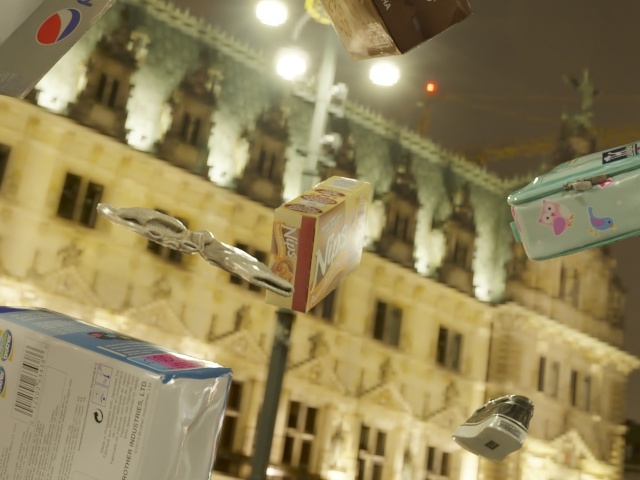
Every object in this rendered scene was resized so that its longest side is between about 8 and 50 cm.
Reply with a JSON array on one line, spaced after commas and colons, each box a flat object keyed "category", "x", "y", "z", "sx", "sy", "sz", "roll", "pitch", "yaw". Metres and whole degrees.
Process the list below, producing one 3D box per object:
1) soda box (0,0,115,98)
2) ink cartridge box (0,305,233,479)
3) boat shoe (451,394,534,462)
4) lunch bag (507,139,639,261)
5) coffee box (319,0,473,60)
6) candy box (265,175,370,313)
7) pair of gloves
[{"category": "soda box", "x": -0.226, "y": -0.259, "z": 1.020, "sx": 0.286, "sy": 0.098, "sz": 0.091, "roll": -41, "pitch": -14, "yaw": 17}, {"category": "ink cartridge box", "x": -0.326, "y": 0.237, "z": 1.428, "sx": 0.395, "sy": 0.270, "sz": 0.151, "roll": 14, "pitch": 2, "yaw": 31}, {"category": "boat shoe", "x": 0.257, "y": 0.272, "z": 1.672, "sx": 0.077, "sy": 0.070, "sz": 0.219, "roll": 33, "pitch": -20, "yaw": -2}, {"category": "lunch bag", "x": 0.357, "y": -0.058, "z": 1.436, "sx": 0.224, "sy": 0.108, "sz": 0.279, "roll": -14, "pitch": 2, "yaw": 25}, {"category": "coffee box", "x": 0.088, "y": -0.360, "z": 1.645, "sx": 0.118, "sy": 0.168, "sz": 0.297, "roll": -30, "pitch": 13, "yaw": -6}, {"category": "candy box", "x": 0.000, "y": 0.000, "z": 2.168, "sx": 0.087, "sy": 0.183, "sz": 0.316, "roll": 12, "pitch": 18, "yaw": 18}, {"category": "pair of gloves", "x": -0.166, "y": 0.002, "z": 1.525, "sx": 0.240, "sy": 0.042, "sz": 0.204, "roll": 24, "pitch": -2, "yaw": -27}]
